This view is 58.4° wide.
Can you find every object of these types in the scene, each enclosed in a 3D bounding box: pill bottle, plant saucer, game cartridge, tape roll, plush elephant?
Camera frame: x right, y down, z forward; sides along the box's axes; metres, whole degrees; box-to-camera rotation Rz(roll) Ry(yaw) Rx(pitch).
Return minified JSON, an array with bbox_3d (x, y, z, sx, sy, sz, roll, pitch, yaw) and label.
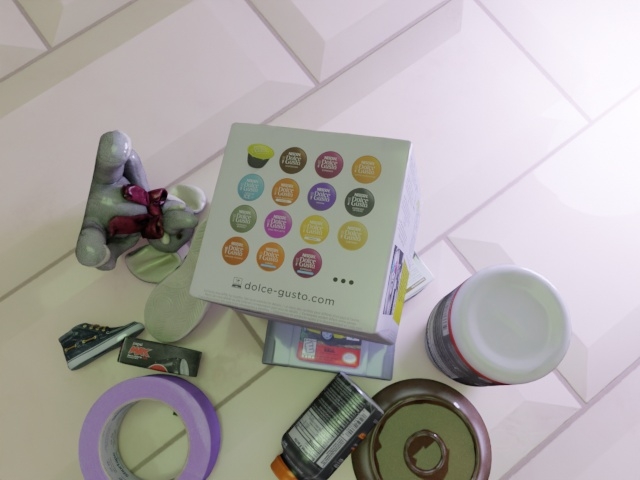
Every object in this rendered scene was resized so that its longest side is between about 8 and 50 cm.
[{"bbox_3d":[0.007,0.408,1.198,0.130,0.130,0.246,42,83,9],"label":"pill bottle"},{"bbox_3d":[0.327,0.184,1.145,0.210,0.363,0.210,0,75,0],"label":"pill bottle"},{"bbox_3d":[0.222,0.457,1.236,0.310,0.050,0.311,0,76,-1],"label":"plant saucer"},{"bbox_3d":[0.026,0.201,1.298,0.294,0.060,0.196,7,71,1],"label":"game cartridge"},{"bbox_3d":[-0.354,0.422,1.198,0.274,0.090,0.275,-1,82,4],"label":"tape roll"},{"bbox_3d":[-0.383,-0.049,1.265,0.255,0.330,0.272,12,79,-21],"label":"plush elephant"}]

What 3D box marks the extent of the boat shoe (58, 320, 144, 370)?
[{"bbox_3d":[-0.492,0.210,1.279,0.183,0.065,0.083,-28,79,-7],"label":"boat shoe"}]

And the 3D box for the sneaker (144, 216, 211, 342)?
[{"bbox_3d":[-0.259,0.083,1.278,0.131,0.148,0.350,41,110,6],"label":"sneaker"}]

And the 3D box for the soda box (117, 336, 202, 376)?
[{"bbox_3d":[-0.349,0.253,1.246,0.168,0.053,0.060,16,75,-20],"label":"soda box"}]

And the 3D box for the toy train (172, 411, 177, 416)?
[{"bbox_3d":[-0.284,0.383,1.258,0.083,0.024,0.017,7,75,1],"label":"toy train"}]

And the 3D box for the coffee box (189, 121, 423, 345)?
[{"bbox_3d":[0.000,0.000,1.117,0.337,0.338,0.334,9,79,16],"label":"coffee box"}]

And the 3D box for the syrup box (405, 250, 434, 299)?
[{"bbox_3d":[0.150,0.028,1.322,0.096,0.093,0.237,-35,78,-9],"label":"syrup box"}]
